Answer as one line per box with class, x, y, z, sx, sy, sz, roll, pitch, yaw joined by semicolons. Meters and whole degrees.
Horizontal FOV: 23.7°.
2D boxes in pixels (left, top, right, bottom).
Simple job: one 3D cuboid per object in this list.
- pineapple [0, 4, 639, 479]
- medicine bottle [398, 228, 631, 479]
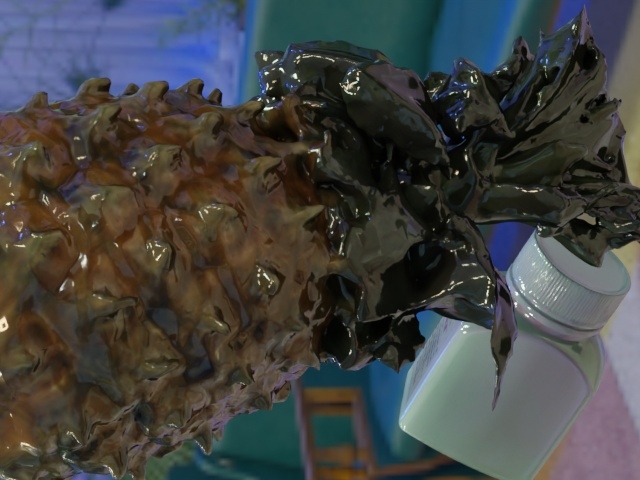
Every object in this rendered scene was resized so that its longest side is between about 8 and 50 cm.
pineapple;0.000;0.000;0.588;0.170;0.310;0.141;62;155;26
medicine bottle;0.095;0.052;0.727;0.118;0.074;0.055;-62;4;31
